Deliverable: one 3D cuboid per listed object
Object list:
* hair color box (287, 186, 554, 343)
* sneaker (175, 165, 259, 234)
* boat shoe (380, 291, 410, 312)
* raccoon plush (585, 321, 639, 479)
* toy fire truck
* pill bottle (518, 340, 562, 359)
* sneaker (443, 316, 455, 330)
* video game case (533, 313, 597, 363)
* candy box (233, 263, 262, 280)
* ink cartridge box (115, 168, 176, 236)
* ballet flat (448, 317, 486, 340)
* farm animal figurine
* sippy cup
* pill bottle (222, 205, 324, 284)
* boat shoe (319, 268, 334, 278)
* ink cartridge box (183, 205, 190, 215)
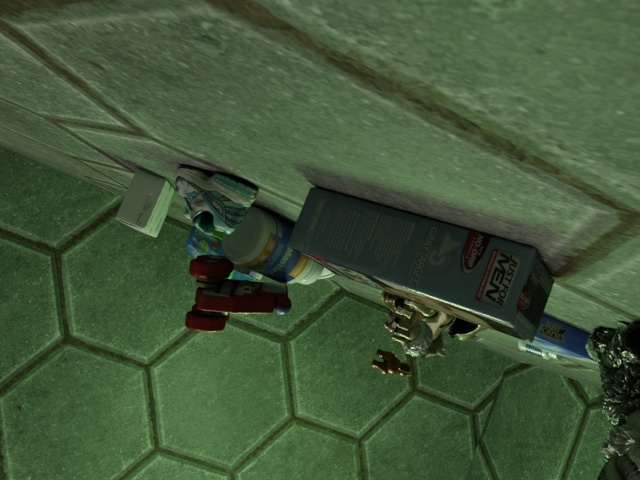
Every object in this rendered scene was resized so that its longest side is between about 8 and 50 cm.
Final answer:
[{"bbox_3d":[0.156,0.036,1.037,0.374,0.113,0.185,18,172,31],"label":"hair color box"},{"bbox_3d":[-0.248,-0.081,1.389,0.110,0.122,0.283,27,172,-34],"label":"sneaker"},{"bbox_3d":[0.310,0.251,2.579,0.073,0.073,0.207,20,174,36],"label":"boat shoe"},{"bbox_3d":[0.590,0.330,1.207,0.216,0.299,0.446,20,174,15],"label":"raccoon plush"},{"bbox_3d":[-0.201,0.136,1.657,0.254,0.169,0.302,5,-177,-5],"label":"toy fire truck"},{"bbox_3d":[0.643,0.305,1.901,0.067,0.067,0.120,27,172,-41],"label":"pill bottle"},{"bbox_3d":[0.380,0.238,2.246,0.106,0.101,0.267,44,173,-3],"label":"sneaker"},{"bbox_3d":[0.512,0.215,1.605,0.269,0.061,0.244,23,173,-9],"label":"video game case"},{"bbox_3d":[-0.188,0.024,1.902,0.070,0.165,0.196,23,175,8],"label":"candy box"},{"bbox_3d":[-0.500,-0.105,1.897,0.092,0.160,0.219,22,173,-2],"label":"ink cartridge box"},{"bbox_3d":[0.354,0.188,1.569,0.058,0.084,0.250,-14,159,-10],"label":"ballet flat"},{"bbox_3d":[0.284,0.222,1.777,0.172,0.330,0.327,24,146,3],"label":"farm animal figurine"},{"bbox_3d":[-0.315,0.024,2.195,0.224,0.305,0.240,31,-142,18],"label":"sippy cup"},{"bbox_3d":[-0.110,0.026,1.705,0.152,0.152,0.272,16,172,43],"label":"pill bottle"},{"bbox_3d":[-0.075,0.042,2.043,0.302,0.114,0.091,12,-149,19],"label":"boat shoe"},{"bbox_3d":[-0.306,-0.080,1.841,0.127,0.072,0.175,23,174,-17],"label":"ink cartridge box"}]
